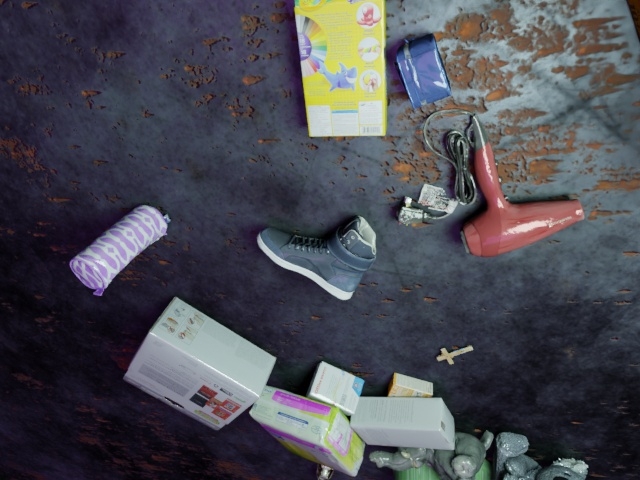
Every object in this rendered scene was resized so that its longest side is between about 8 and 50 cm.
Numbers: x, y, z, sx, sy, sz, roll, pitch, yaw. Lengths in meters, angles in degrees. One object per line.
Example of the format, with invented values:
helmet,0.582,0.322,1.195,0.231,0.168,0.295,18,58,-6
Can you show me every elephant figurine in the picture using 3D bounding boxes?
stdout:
elephant figurine,0.284,0.535,1.081,0.240,0.186,0.169,20,95,34

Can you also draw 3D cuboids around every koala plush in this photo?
koala plush,0.556,0.612,1.044,0.222,0.196,0.203,-1,135,15

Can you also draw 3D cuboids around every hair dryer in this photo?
hair dryer,0.285,-0.071,0.694,0.294,0.080,0.223,18,126,2

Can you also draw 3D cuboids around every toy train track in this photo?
toy train track,0.306,0.255,0.958,0.083,0.014,0.048,-27,107,23

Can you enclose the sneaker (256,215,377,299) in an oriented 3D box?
sneaker,0.001,-0.001,0.814,0.226,0.086,0.163,29,125,-4

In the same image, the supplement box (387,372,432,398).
supplement box,0.223,0.374,1.047,0.099,0.036,0.062,14,127,5

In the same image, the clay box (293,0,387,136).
clay box,0.036,-0.272,0.636,0.128,0.053,0.221,3,123,13

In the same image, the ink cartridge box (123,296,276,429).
ink cartridge box,-0.325,0.338,1.108,0.310,0.130,0.272,35,127,-10

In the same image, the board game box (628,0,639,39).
board game box,0.551,-0.211,0.355,0.357,0.356,0.356,-25,115,28

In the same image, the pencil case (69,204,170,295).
pencil case,-0.406,0.010,0.862,0.087,0.206,0.088,8,130,26

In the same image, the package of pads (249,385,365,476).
package of pads,-0.020,0.503,1.102,0.229,0.101,0.296,6,142,28

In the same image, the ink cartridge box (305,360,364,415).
ink cartridge box,0.036,0.374,1.059,0.123,0.088,0.052,26,149,-4

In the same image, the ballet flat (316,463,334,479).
ballet flat,0.022,0.676,1.284,0.077,0.079,0.221,12,126,8

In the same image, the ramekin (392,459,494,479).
ramekin,0.353,0.734,1.194,0.304,0.148,0.303,7,125,10

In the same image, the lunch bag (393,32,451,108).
lunch bag,0.146,-0.249,0.614,0.065,0.067,0.098,-17,117,24

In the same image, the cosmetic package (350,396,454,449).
cosmetic package,0.202,0.451,1.040,0.231,0.085,0.117,-11,131,27
